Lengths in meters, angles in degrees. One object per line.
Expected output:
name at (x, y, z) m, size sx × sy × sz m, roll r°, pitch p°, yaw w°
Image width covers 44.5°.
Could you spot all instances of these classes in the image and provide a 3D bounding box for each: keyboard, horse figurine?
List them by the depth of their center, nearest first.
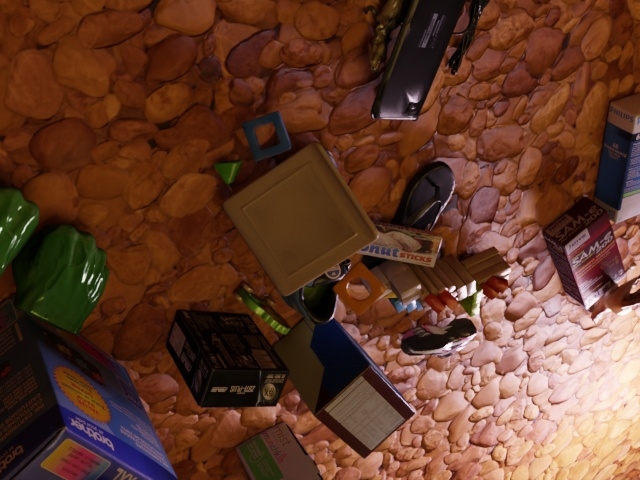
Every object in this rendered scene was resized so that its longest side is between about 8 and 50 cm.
keyboard at (0.192, -0.342, 1.274) m, size 0.201 × 0.033 × 0.317 m, roll -7°, pitch 128°, yaw -44°
horse figurine at (0.713, 0.122, 1.825) m, size 0.174 × 0.263 × 0.066 m, roll -44°, pitch 87°, yaw 1°

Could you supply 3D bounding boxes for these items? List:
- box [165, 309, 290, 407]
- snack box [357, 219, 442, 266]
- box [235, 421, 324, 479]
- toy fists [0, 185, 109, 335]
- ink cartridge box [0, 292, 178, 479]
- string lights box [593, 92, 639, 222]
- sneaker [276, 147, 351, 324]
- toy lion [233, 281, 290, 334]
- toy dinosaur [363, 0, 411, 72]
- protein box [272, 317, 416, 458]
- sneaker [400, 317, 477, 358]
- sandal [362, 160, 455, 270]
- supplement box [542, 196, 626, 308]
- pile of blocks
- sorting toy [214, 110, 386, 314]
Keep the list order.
box at (-0.162, 0.201, 1.339) m, size 0.147 × 0.180 × 0.078 m, roll 7°, pitch 114°, yaw -35°
snack box at (0.130, 0.002, 1.442) m, size 0.178 × 0.022 × 0.064 m, roll 11°, pitch 116°, yaw -6°
box at (-0.043, 0.544, 1.580) m, size 0.126 × 0.262 × 0.231 m, roll -25°, pitch 130°, yaw -14°
toy fists at (-0.420, 0.018, 1.104) m, size 0.279 × 0.096 × 0.142 m, roll 39°, pitch 69°, yaw -40°
ink cartridge box at (-0.361, 0.288, 1.132) m, size 0.151 × 0.395 × 0.270 m, roll -42°, pitch 132°, yaw -1°
string lights box at (0.670, -0.178, 1.662) m, size 0.133 × 0.077 × 0.260 m, roll -19°, pitch 127°, yaw -20°
sneaker at (0.000, 0.000, 1.329) m, size 0.129 × 0.147 × 0.330 m, roll -15°, pitch 124°, yaw -22°
toy lion at (-0.098, 0.126, 1.385) m, size 0.034 × 0.096 × 0.100 m, roll -49°, pitch 131°, yaw 5°
toy dinosaur at (0.122, -0.397, 1.203) m, size 0.118 × 0.064 × 0.268 m, roll 18°, pitch 109°, yaw -53°
protein box at (0.042, 0.268, 1.492) m, size 0.136 × 0.200 × 0.201 m, roll -41°, pitch 132°, yaw -1°
sneaker at (0.254, 0.227, 1.683) m, size 0.178 × 0.072 × 0.077 m, roll -6°, pitch 133°, yaw -21°
sandal at (0.179, -0.030, 1.477) m, size 0.097 × 0.054 × 0.255 m, roll 21°, pitch 107°, yaw -38°
supplement box at (0.595, 0.031, 1.756) m, size 0.130 × 0.073 × 0.239 m, roll -39°, pitch 131°, yaw -4°
pile of blocks at (0.242, 0.111, 1.547) m, size 0.362 × 0.113 × 0.149 m, roll -4°, pitch 132°, yaw -33°
sorting toy at (-0.030, -0.032, 1.233) m, size 0.196 × 0.047 × 0.348 m, roll -32°, pitch 94°, yaw 17°
